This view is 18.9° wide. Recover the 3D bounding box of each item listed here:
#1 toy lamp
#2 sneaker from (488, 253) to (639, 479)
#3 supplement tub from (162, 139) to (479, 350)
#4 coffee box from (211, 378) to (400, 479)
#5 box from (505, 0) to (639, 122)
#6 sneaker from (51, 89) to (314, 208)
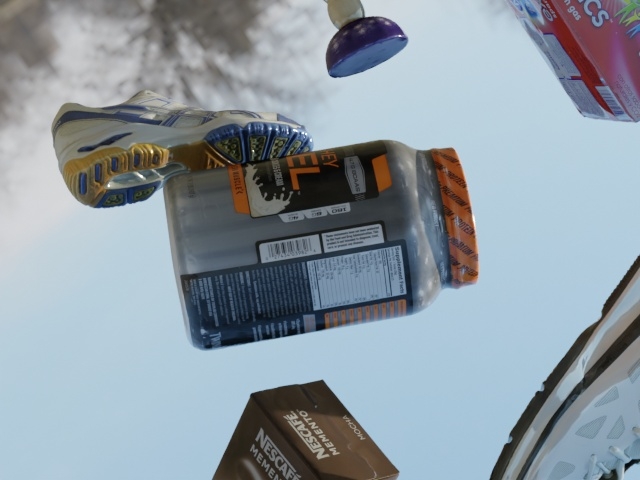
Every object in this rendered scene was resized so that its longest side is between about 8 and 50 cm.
[{"bbox_3d":[-0.019,-0.266,1.541,0.080,0.274,0.080,-24,169,-5],"label":"toy lamp"},{"bbox_3d":[0.375,0.215,2.152,0.447,0.257,0.169,-52,167,-15],"label":"sneaker"},{"bbox_3d":[0.000,0.000,2.041,0.316,0.193,0.193,-10,-168,-4],"label":"supplement tub"},{"bbox_3d":[-0.046,0.333,2.296,0.119,0.168,0.297,-8,134,-41],"label":"coffee box"},{"bbox_3d":[0.225,-0.237,1.640,0.123,0.257,0.128,-37,-168,-7],"label":"box"},{"bbox_3d":[-0.153,-0.121,2.125,0.296,0.131,0.112,-4,134,-27],"label":"sneaker"}]
